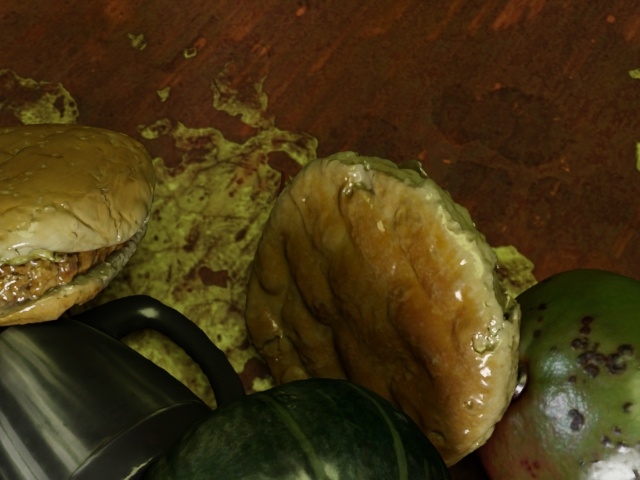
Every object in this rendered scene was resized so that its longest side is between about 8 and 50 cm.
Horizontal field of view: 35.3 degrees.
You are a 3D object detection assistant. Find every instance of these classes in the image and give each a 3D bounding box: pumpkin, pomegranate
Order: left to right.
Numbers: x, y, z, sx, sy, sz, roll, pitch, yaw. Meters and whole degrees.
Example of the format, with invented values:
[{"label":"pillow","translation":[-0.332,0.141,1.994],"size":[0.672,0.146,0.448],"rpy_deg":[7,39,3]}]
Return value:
[{"label":"pumpkin","translation":[-0.031,0.254,0.840],"size":[0.300,0.300,0.207],"rpy_deg":[-26,43,-21]},{"label":"pomegranate","translation":[0.314,0.174,0.995],"size":[0.323,0.291,0.290],"rpy_deg":[12,61,-3]}]

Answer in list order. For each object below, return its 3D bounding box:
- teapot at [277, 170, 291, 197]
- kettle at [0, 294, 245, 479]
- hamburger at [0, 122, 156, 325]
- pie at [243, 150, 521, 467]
[{"label":"teapot","translation":[0.000,0.000,1.140],"size":[0.116,0.116,0.173],"rpy_deg":[-44,103,-26]},{"label":"kettle","translation":[-0.219,0.159,0.961],"size":[0.271,0.207,0.251],"rpy_deg":[38,80,28]},{"label":"hamburger","translation":[-0.303,-0.024,1.010],"size":[0.260,0.144,0.283],"rpy_deg":[1,33,6]},{"label":"pie","translation":[0.054,0.074,0.981],"size":[0.083,0.339,0.339],"rpy_deg":[-16,63,-43]}]
